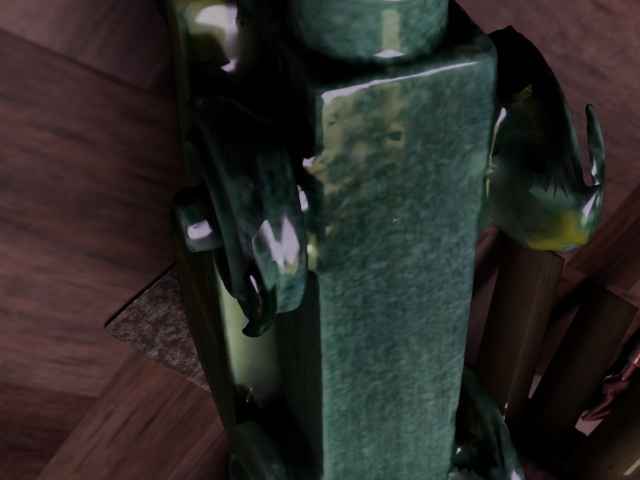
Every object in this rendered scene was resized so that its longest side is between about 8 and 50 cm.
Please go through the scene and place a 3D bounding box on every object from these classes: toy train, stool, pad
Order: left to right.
[{"bbox_3d":[-0.026,0.056,0.783,0.158,0.003,0.235,-40,140,7],"label":"pad"},{"bbox_3d":[0.000,0.000,0.545,0.160,0.253,0.397,-15,136,-13],"label":"toy train"},{"bbox_3d":[0.208,0.134,0.842,0.272,0.272,0.178,27,99,-47],"label":"stool"}]

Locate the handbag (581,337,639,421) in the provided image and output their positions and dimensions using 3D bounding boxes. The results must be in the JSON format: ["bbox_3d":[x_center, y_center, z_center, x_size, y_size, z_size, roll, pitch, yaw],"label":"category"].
[{"bbox_3d":[0.368,0.115,1.074,0.157,0.059,0.212,4,128,-38],"label":"handbag"}]
